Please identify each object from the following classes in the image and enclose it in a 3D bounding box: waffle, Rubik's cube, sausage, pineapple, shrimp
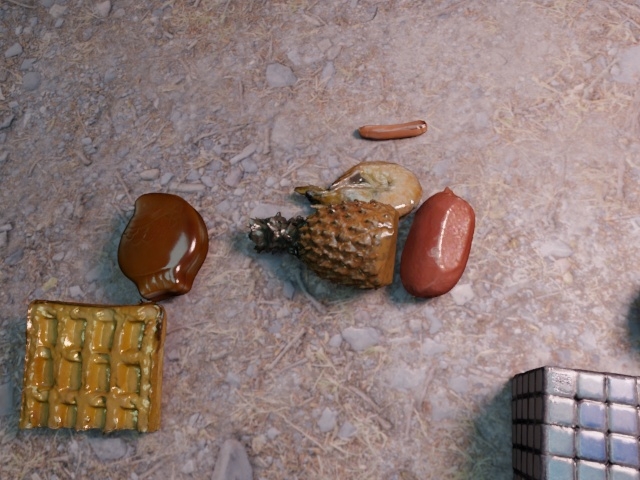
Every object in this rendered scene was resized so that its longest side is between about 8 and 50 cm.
[{"bbox_3d":[-0.517,0.283,1.035,0.349,0.077,0.304,0,83,10],"label":"waffle"},{"bbox_3d":[0.472,0.354,0.776,0.238,0.238,0.236,4,69,13],"label":"Rubik's cube"},{"bbox_3d":[0.263,0.005,0.998,0.148,0.148,0.254,10,73,14],"label":"sausage"},{"bbox_3d":[0.000,0.000,1.024,0.362,0.202,0.201,5,71,20],"label":"pineapple"},{"bbox_3d":[0.188,-0.288,1.173,0.177,0.040,0.047,-3,70,11],"label":"sausage"},{"bbox_3d":[0.092,-0.132,1.121,0.317,0.077,0.168,7,61,8],"label":"shrimp"}]

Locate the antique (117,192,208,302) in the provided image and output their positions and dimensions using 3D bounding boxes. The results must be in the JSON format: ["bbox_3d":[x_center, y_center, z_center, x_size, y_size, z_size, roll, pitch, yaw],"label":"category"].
[{"bbox_3d":[-0.387,0.014,1.117,0.224,0.129,0.278,-20,68,2],"label":"antique"}]
